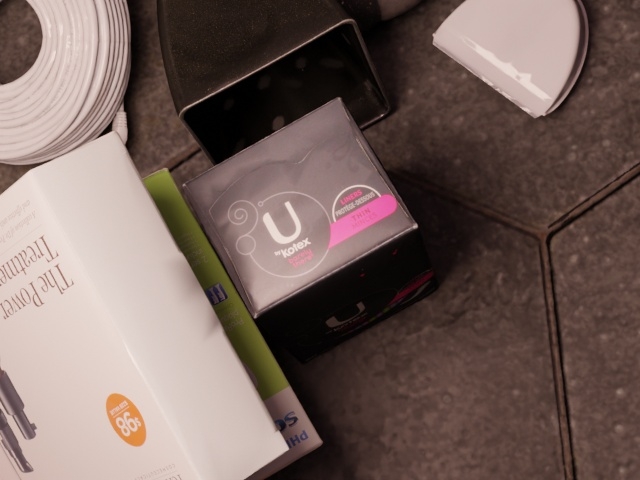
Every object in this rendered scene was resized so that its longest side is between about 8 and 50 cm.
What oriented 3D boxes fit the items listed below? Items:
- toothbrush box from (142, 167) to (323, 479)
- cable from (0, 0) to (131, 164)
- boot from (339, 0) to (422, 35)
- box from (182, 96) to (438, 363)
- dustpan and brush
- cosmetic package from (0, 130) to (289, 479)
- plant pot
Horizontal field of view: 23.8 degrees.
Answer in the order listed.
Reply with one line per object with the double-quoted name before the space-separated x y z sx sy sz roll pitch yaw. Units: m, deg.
"toothbrush box" -0.134 0.098 1.410 0.122 0.206 0.283 -28 86 -14
"cable" -0.318 -0.206 1.572 0.257 0.089 0.257 10 100 19
"boot" 0.058 -0.389 1.590 0.223 0.118 0.338 -26 81 -5
"box" 0.000 0.000 1.415 0.165 0.270 0.143 -30 74 2
"dustpan and brush" 0.233 -0.241 1.550 0.147 0.060 0.211 38 93 13
"cosmetic package" -0.219 0.109 1.289 0.097 0.377 0.284 -31 91 -38
"plant pot" -0.063 -0.187 1.523 0.188 0.187 0.167 -29 62 2
